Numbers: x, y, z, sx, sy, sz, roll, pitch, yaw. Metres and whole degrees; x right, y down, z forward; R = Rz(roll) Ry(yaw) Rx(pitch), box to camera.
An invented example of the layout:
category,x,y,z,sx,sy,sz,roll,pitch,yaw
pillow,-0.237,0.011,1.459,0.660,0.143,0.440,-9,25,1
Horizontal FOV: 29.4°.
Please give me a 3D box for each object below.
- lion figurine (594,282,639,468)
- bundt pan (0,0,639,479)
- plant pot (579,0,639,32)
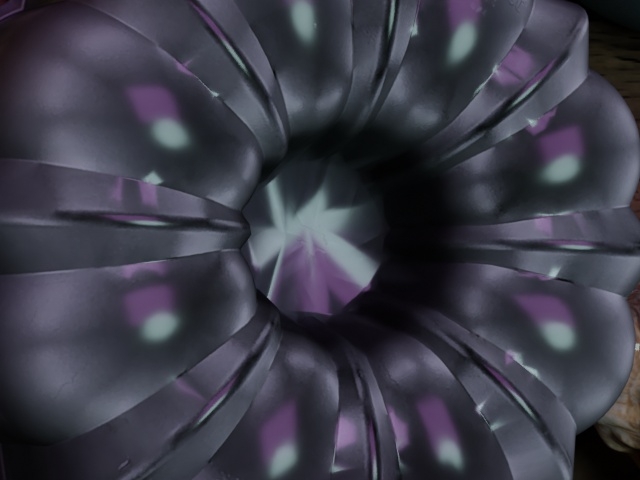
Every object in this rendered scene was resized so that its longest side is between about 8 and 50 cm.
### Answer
category,x,y,z,sx,sy,sz,roll,pitch,yaw
lion figurine,0.253,0.169,0.599,0.240,0.142,0.392,45,5,-44
bundt pan,0.000,0.000,0.502,0.330,0.124,0.331,0,90,-21
plant pot,0.259,-0.247,0.821,0.290,0.195,0.290,10,72,-31
